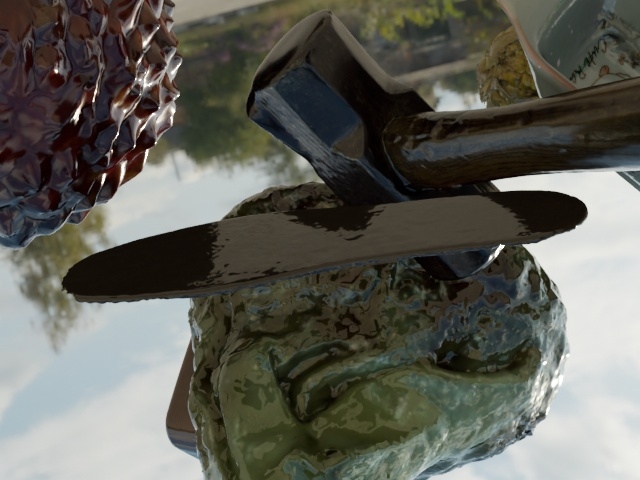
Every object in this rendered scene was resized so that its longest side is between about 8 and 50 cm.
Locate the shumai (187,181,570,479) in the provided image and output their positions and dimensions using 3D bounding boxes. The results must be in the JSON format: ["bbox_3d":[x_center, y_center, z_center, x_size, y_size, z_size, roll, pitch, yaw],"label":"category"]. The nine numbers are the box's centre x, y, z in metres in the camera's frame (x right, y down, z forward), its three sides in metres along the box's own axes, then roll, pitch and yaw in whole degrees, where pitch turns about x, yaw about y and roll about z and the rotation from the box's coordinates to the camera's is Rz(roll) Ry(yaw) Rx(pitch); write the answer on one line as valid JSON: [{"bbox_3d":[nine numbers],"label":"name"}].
[{"bbox_3d":[0.017,0.155,1.093,0.395,0.395,0.348,-9,-144,29],"label":"shumai"}]

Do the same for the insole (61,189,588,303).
[{"bbox_3d":[0.000,0.000,0.716,0.328,0.007,0.111,-7,-155,5],"label":"insole"}]

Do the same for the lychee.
[{"bbox_3d":[-0.333,-0.185,1.113,0.424,0.500,0.424,16,-152,-9],"label":"lychee"}]

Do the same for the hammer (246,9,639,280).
[{"bbox_3d":[0.124,-0.067,0.797,0.095,0.242,0.409,-54,-157,-17],"label":"hammer"}]

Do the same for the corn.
[{"bbox_3d":[0.296,-0.162,1.101,0.293,0.106,0.106,-3,-170,-2],"label":"corn"}]

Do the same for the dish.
[{"bbox_3d":[0.224,-0.113,0.842,0.154,0.234,0.064,-49,179,-36],"label":"dish"}]

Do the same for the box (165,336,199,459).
[{"bbox_3d":[-0.019,0.238,1.639,0.229,0.239,0.339,-1,154,40],"label":"box"}]
